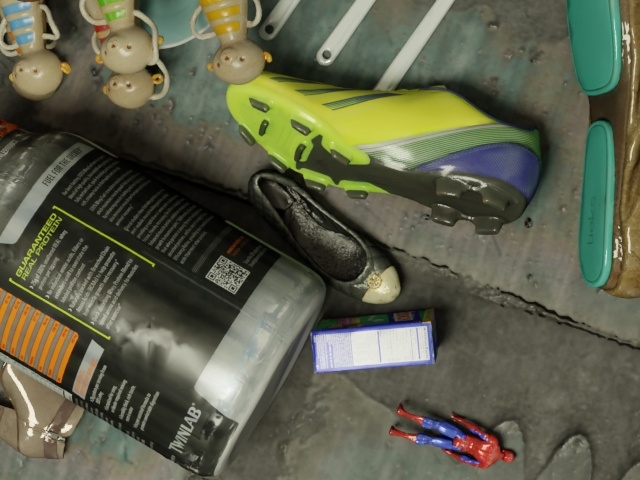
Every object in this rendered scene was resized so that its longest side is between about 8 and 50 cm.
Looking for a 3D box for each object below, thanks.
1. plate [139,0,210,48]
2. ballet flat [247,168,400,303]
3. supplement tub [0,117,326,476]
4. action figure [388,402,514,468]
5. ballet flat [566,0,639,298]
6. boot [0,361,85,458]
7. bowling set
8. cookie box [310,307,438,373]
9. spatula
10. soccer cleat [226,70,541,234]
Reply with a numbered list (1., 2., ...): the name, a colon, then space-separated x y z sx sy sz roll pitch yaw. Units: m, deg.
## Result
1. plate: -0.147 -0.267 1.457 0.188 0.024 0.188 4 99 26
2. ballet flat: 0.000 0.000 1.467 0.173 0.049 0.057 39 94 4
3. supplement tub: -0.183 0.041 1.412 0.338 0.207 0.207 31 95 5
4. action figure: 0.122 0.180 1.469 0.115 0.030 0.038 20 99 1
5. ballet flat: 0.287 -0.122 1.410 0.124 0.116 0.342 -4 92 -13
6. boot: -0.261 0.144 1.511 0.087 0.042 0.118 20 95 -1
7. bowling set: -0.211 -0.181 1.385 0.287 0.200 0.154 -10 96 31
8. cookie box: 0.050 0.089 1.444 0.107 0.092 0.040 -5 94 6
9. spatula: 0.067 -0.249 1.469 0.168 0.019 0.242 35 95 4
10. soccer cleat: 0.059 -0.099 1.448 0.289 0.093 0.121 19 60 5
